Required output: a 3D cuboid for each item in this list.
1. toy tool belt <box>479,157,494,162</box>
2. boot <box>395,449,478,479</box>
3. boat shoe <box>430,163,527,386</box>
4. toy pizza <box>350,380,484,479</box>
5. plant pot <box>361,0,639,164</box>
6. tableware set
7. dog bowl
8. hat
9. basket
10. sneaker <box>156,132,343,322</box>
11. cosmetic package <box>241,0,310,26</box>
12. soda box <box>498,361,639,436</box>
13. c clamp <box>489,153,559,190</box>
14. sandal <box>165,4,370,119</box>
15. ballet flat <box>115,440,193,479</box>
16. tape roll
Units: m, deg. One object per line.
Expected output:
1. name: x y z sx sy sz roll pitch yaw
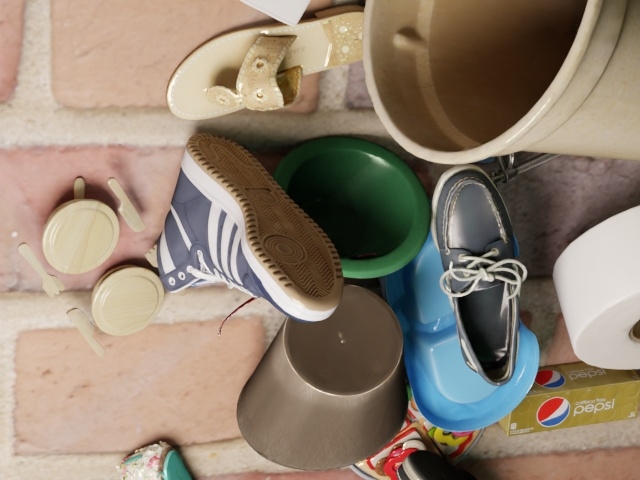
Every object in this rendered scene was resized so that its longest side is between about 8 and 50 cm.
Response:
1. toy tool belt: 0.178 -0.107 1.756 0.083 0.051 0.052 5 117 -22
2. boot: 0.111 0.355 1.953 0.178 0.085 0.236 -40 150 10
3. boat shoe: 0.176 0.042 1.728 0.095 0.079 0.255 -8 114 -5
4. toy pizza: 0.120 0.229 1.946 0.201 0.032 0.201 -8 122 -14
5. plant pot: 0.264 -0.215 1.590 0.305 0.334 0.334 11 116 -37
6. tableware set: -0.240 0.026 1.701 0.128 0.039 0.194 -37 131 -10
7. dog bowl: 0.154 0.082 1.829 0.166 0.074 0.297 -22 118 -12
8. hat: 0.000 0.000 1.761 0.208 0.173 0.183 3 153 -14
9. basket: 0.015 0.148 1.726 0.204 0.154 0.227 -9 157 -11
10. sneaker: -0.080 0.027 1.620 0.099 0.282 0.153 1 127 -36
11. cosmetic package: -0.017 -0.339 1.515 0.085 0.117 0.231 22 109 -28
12. soda box: 0.311 0.196 1.976 0.181 0.058 0.061 -7 121 -16
13. c clamp: 0.243 -0.109 1.767 0.160 0.022 0.137 -29 119 -27
14. sandal: -0.042 -0.177 1.623 0.240 0.079 0.088 -21 124 -6
15. ballet flat: -0.176 0.337 1.892 0.077 0.091 0.241 -7 122 21
16. tape roll: 0.419 0.050 1.824 0.286 0.100 0.286 -11 154 -5
